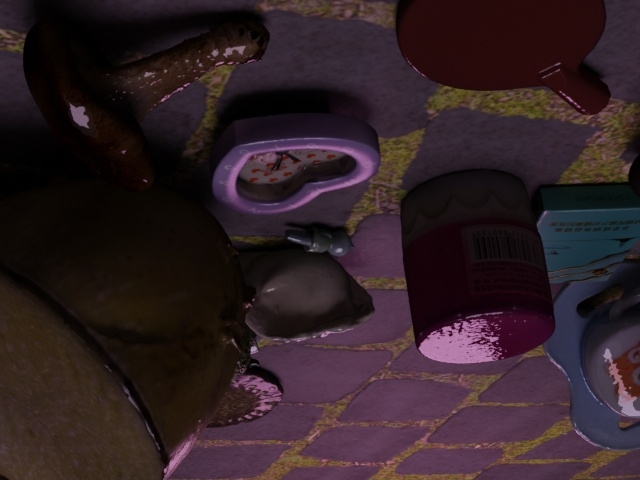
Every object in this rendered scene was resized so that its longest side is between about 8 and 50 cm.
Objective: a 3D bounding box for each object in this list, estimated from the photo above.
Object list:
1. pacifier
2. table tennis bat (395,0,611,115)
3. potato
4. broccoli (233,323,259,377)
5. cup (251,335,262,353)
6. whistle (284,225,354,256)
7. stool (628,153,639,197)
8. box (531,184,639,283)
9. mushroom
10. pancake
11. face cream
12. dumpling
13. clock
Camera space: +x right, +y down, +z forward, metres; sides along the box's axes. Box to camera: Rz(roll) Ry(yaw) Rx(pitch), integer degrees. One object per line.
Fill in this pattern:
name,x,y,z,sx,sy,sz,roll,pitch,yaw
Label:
pacifier,0.442,0.155,1.978,0.244,0.299,0.233,-25,-163,-11
table tennis bat,0.204,-0.198,1.328,0.200,0.038,0.310,-24,149,32
potato,-0.271,0.082,1.537,0.385,0.319,0.442,52,139,-11
broccoli,-0.149,0.128,1.741,0.131,0.130,0.120,-24,-162,-22
cup,-0.106,0.116,1.841,0.074,0.104,0.116,-21,158,-4
whistle,0.000,0.000,1.699,0.100,0.035,0.035,10,150,-28
stool,0.421,-0.095,1.507,0.121,0.125,0.217,-10,164,3
box,0.341,-0.005,1.763,0.162,0.041,0.229,-2,154,-9
mushroom,-0.155,-0.164,1.246,0.217,0.148,0.227,-29,162,4
pancake,-0.205,0.264,2.212,0.288,0.033,0.286,-4,156,-5
face cream,0.191,0.035,1.633,0.175,0.195,0.175,-4,154,-2
dumpling,-0.024,0.080,1.736,0.229,0.151,0.124,5,126,-21
clock,-0.042,-0.099,1.443,0.198,0.064,0.172,-22,151,29
